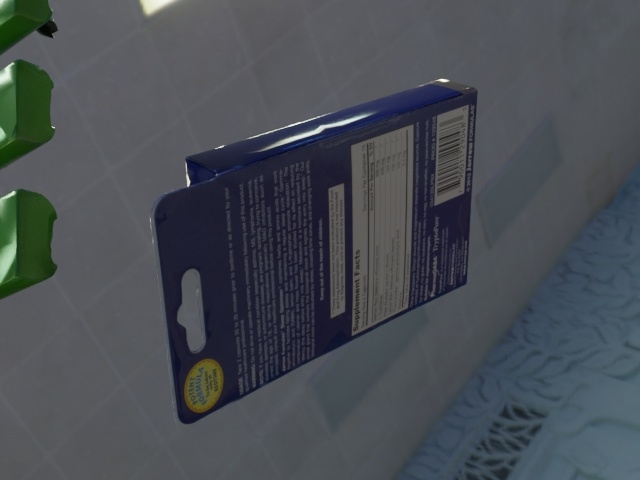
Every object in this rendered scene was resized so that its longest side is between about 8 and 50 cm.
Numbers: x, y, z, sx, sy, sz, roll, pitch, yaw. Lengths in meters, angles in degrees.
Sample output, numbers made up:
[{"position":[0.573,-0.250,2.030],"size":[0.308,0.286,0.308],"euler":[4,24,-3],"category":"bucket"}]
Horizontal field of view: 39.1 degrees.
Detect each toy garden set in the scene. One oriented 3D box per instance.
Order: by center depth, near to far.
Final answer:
[{"position":[-0.207,-0.066,0.511],"size":[0.049,0.204,0.244],"euler":[15,-118,-48],"category":"toy garden set"}]

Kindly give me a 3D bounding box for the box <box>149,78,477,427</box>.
[{"position":[0.000,0.000,0.506],"size":[0.225,0.036,0.136],"euler":[-23,-56,-36],"category":"box"}]
